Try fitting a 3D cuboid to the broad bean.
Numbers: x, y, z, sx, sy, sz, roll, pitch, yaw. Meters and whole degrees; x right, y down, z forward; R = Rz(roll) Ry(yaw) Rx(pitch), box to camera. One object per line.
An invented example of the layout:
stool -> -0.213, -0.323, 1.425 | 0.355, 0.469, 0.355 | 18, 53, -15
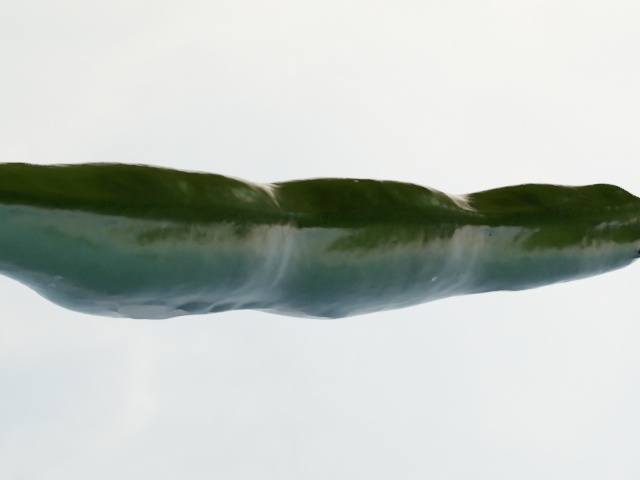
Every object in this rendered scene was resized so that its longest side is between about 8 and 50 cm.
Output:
broad bean -> -0.001, 0.001, 0.462 | 0.297, 0.043, 0.060 | 0, 159, -35
